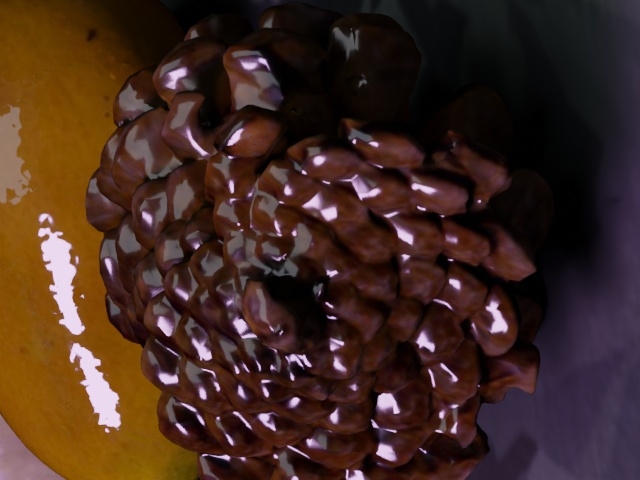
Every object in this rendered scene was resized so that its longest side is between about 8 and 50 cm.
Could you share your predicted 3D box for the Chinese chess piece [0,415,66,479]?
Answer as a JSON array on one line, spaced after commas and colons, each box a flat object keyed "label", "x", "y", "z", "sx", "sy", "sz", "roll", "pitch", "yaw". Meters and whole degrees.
[{"label": "Chinese chess piece", "x": -0.216, "y": 0.085, "z": 1.029, "sx": 0.257, "sy": 0.104, "sz": 0.257, "roll": 10, "pitch": 103, "yaw": 54}]

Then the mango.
[{"label": "mango", "x": -0.116, "y": -0.004, "z": 0.841, "sx": 0.175, "sy": 0.139, "sz": 0.254, "roll": 11, "pitch": 109, "yaw": 62}]

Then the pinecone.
[{"label": "pinecone", "x": -0.002, "y": 0.001, "z": 0.661, "sx": 0.195, "sy": 0.150, "sz": 0.179, "roll": 41, "pitch": 127, "yaw": 46}]
